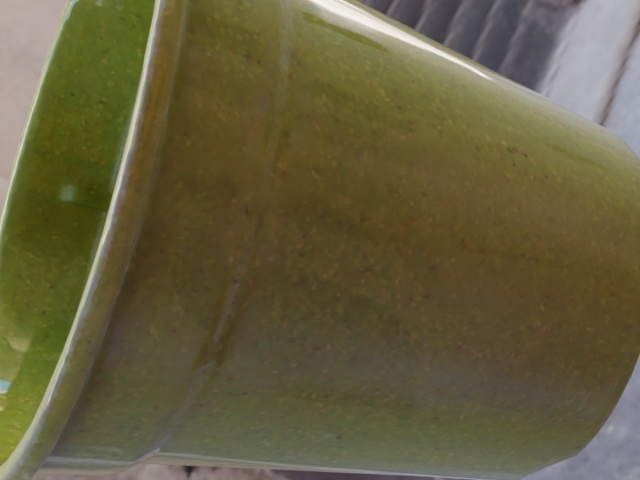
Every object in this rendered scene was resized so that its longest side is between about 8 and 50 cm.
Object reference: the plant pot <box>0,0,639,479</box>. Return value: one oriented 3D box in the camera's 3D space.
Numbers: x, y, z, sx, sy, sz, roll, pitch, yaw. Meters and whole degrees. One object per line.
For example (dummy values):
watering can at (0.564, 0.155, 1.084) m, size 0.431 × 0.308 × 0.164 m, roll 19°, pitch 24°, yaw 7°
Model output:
plant pot at (0.000, 0.000, 0.594) m, size 0.276 × 0.254 × 0.276 m, roll -165°, pitch 90°, yaw -69°
